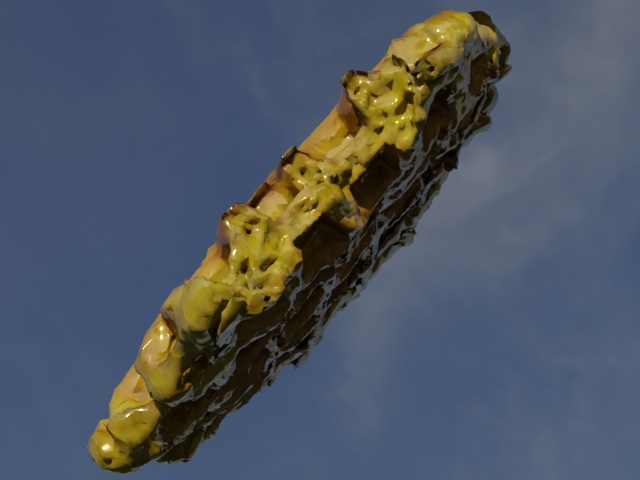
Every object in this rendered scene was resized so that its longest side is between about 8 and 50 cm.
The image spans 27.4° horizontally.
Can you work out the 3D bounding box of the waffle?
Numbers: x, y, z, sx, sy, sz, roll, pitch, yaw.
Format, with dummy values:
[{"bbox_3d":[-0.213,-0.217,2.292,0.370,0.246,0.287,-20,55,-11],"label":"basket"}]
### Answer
[{"bbox_3d":[-0.002,-0.001,0.622,0.051,0.291,0.291,38,-56,10],"label":"waffle"}]
